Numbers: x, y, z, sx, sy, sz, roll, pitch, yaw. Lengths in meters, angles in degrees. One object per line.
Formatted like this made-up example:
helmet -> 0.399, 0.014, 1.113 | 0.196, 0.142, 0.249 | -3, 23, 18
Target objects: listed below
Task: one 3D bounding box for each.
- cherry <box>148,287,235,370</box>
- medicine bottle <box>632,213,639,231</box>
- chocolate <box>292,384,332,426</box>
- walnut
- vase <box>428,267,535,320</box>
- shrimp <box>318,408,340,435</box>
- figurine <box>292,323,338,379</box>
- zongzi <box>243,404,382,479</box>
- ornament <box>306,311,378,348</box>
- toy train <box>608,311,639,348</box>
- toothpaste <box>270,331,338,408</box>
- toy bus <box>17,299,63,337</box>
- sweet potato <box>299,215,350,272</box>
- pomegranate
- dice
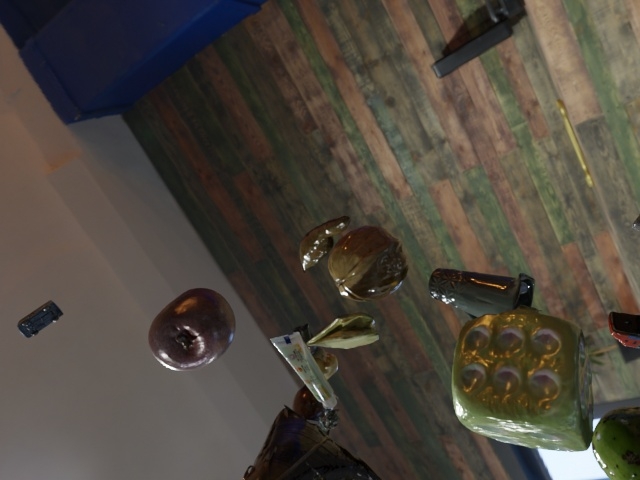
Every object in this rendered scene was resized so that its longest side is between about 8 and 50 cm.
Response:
cherry -> -0.386, 0.263, 1.425 | 0.221, 0.261, 0.307 | 62, -176, -26
medicine bottle -> 0.820, -0.029, 1.091 | 0.140, 0.079, 0.079 | 39, -167, 30
chocolate -> -0.031, 0.611, 1.769 | 0.177, 0.177, 0.177 | 42, -144, -40
walnut -> 0.130, 0.058, 1.227 | 0.213, 0.213, 0.213 | 42, -144, -40
vase -> 0.478, 0.172, 1.409 | 0.156, 0.301, 0.251 | -35, -58, -31
shrimp -> 0.015, 0.606, 1.538 | 0.082, 0.174, 0.076 | -5, -150, -29
figurine -> -0.023, 0.364, 1.519 | 0.196, 0.114, 0.108 | 63, -155, -4
zongzi -> -0.006, 0.326, 0.611 | 0.184, 0.084, 0.187 | 30, -164, 5
ornament -> 0.052, 0.238, 1.162 | 0.201, 0.180, 0.059 | 66, -169, -67
toy train -> 1.070, 0.293, 1.383 | 0.089, 0.409, 0.086 | 83, -161, -48
toothpaste -> -0.031, 0.350, 1.241 | 0.058, 0.056, 0.314 | -42, -53, -21
toy bus -> -0.606, 0.168, 1.008 | 0.083, 0.046, 0.038 | -40, -57, -27
sweet potato -> 0.000, -0.003, 1.139 | 0.075, 0.269, 0.075 | 12, -122, -19
pomegranate -> 0.736, 0.502, 1.059 | 0.214, 0.214, 0.248 | -65, -33, -56
dice -> 0.449, 0.309, 1.035 | 0.250, 0.252, 0.254 | 46, -131, -42
